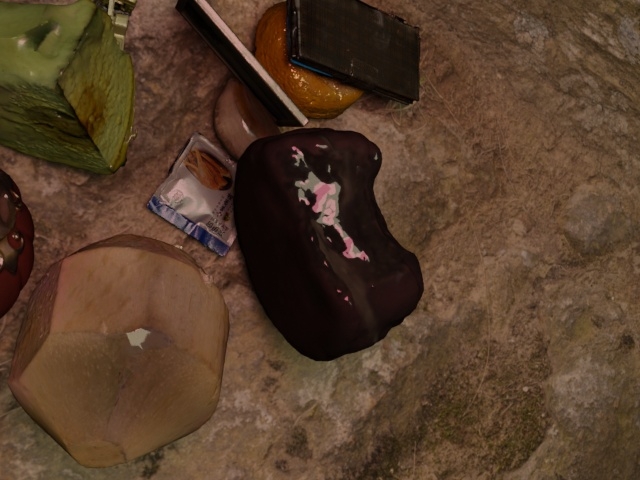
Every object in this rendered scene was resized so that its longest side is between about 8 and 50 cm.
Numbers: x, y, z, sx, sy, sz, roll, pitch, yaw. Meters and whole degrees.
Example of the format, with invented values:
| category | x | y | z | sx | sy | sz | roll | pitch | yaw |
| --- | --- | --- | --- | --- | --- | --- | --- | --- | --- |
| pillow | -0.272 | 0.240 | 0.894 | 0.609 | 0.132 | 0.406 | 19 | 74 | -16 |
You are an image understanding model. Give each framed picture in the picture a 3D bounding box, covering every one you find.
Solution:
| category | x | y | z | sx | sy | sz | roll | pitch | yaw |
| --- | --- | --- | --- | --- | --- | --- | --- | --- | --- |
| framed picture | -0.141 | -0.310 | 1.245 | 0.016 | 0.213 | 0.289 | -44 | 107 | -5 |

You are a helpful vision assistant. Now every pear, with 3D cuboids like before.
| category | x | y | z | sx | sy | sz | roll | pitch | yaw |
| --- | --- | --- | --- | --- | --- | --- | --- | --- | --- |
| pear | -0.446 | -0.253 | 1.101 | 0.281 | 0.286 | 0.176 | 9 | 66 | 9 |

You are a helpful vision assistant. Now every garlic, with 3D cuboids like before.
| category | x | y | z | sx | sy | sz | roll | pitch | yaw |
| --- | --- | --- | --- | --- | --- | --- | --- | --- | --- |
| garlic | -0.128 | -0.195 | 1.319 | 0.195 | 0.087 | 0.101 | 48 | 54 | -16 |

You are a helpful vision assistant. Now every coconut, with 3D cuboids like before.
| category | x | y | z | sx | sy | sz | roll | pitch | yaw |
| --- | --- | --- | --- | --- | --- | --- | --- | --- | --- |
| coconut | -0.300 | 0.181 | 1.108 | 0.352 | 0.352 | 0.353 | 1 | 88 | -26 |

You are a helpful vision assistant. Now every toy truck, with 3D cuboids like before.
| category | x | y | z | sx | sy | sz | roll | pitch | yaw |
| --- | --- | --- | --- | --- | --- | --- | --- | --- | --- |
| toy truck | -0.352 | -0.372 | 1.206 | 0.077 | 0.100 | 0.169 | 19 | 81 | -26 |

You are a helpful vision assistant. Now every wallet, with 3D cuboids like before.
| category | x | y | z | sx | sy | sz | roll | pitch | yaw |
| --- | --- | --- | --- | --- | --- | --- | --- | --- | --- |
| wallet | 0.069 | -0.366 | 1.332 | 0.317 | 0.044 | 0.169 | 8 | 78 | -41 |

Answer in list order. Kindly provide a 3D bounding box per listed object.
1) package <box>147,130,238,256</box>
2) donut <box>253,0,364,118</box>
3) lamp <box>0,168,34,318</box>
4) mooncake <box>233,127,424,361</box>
| category | x | y | z | sx | sy | sz | roll | pitch | yaw |
| --- | --- | --- | --- | --- | --- | --- | --- | --- | --- |
| package | -0.202 | -0.084 | 1.310 | 0.171 | 0.027 | 0.173 | 35 | 70 | -20 |
| donut | -0.009 | -0.350 | 1.370 | 0.253 | 0.118 | 0.253 | 4 | 83 | -40 |
| lamp | -0.553 | -0.004 | 1.007 | 0.303 | 0.257 | 0.303 | 44 | 33 | -39 |
| mooncake | 0.000 | 0.000 | 1.219 | 0.212 | 0.350 | 0.381 | -17 | 96 | -33 |
